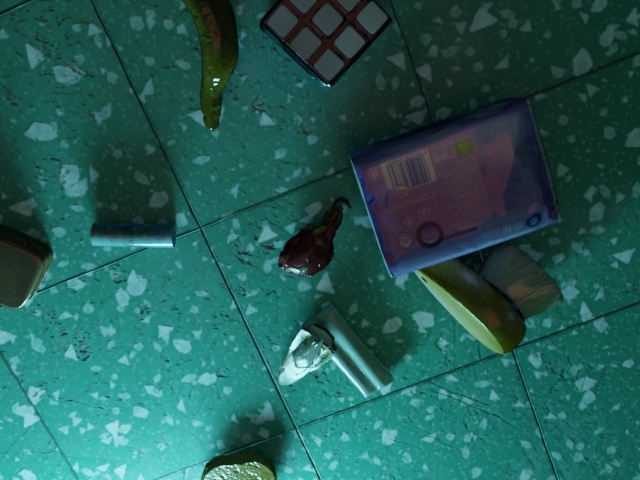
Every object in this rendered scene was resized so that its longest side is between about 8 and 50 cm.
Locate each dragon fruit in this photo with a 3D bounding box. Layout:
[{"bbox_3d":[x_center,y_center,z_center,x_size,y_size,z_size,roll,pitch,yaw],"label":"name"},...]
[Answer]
[{"bbox_3d":[0.000,0.000,1.325,0.190,0.094,0.094,-45,104,0],"label":"dragon fruit"}]

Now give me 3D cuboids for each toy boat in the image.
[{"bbox_3d":[-0.037,0.244,1.392,0.084,0.066,0.210,35,130,0],"label":"toy boat"}]

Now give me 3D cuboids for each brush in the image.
[{"bbox_3d":[0.319,0.080,1.329,0.267,0.174,0.166,43,83,10],"label":"brush"}]

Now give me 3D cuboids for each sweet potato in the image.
[{"bbox_3d":[-0.200,-0.371,1.208,0.108,0.079,0.346,-1,112,29],"label":"sweet potato"}]

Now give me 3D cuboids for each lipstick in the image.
[{"bbox_3d":[-0.366,-0.011,1.327,0.158,0.048,0.048,1,107,-2],"label":"lipstick"}]

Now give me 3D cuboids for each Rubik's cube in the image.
[{"bbox_3d":[0.006,-0.375,1.164,0.160,0.162,0.163,41,101,-13],"label":"Rubik's cube"}]

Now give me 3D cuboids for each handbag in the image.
[{"bbox_3d":[-0.638,0.046,1.326,0.193,0.072,0.151,22,105,-10],"label":"handbag"}]

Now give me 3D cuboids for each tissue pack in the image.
[{"bbox_3d":[0.246,-0.103,1.257,0.338,0.160,0.242,-18,103,3],"label":"tissue pack"}]

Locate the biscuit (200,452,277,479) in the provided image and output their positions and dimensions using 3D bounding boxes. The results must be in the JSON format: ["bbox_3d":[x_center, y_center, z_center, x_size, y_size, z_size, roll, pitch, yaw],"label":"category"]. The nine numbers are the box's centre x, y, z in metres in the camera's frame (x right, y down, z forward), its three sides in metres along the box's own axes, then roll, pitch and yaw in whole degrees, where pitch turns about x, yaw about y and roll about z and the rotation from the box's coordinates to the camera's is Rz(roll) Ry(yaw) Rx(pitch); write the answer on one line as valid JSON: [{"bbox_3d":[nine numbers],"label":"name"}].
[{"bbox_3d":[-0.180,0.537,1.507,0.170,0.050,0.170,-2,115,-4],"label":"biscuit"}]

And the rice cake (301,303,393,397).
[{"bbox_3d":[0.059,0.236,1.421,0.080,0.042,0.221,-38,106,8],"label":"rice cake"}]
